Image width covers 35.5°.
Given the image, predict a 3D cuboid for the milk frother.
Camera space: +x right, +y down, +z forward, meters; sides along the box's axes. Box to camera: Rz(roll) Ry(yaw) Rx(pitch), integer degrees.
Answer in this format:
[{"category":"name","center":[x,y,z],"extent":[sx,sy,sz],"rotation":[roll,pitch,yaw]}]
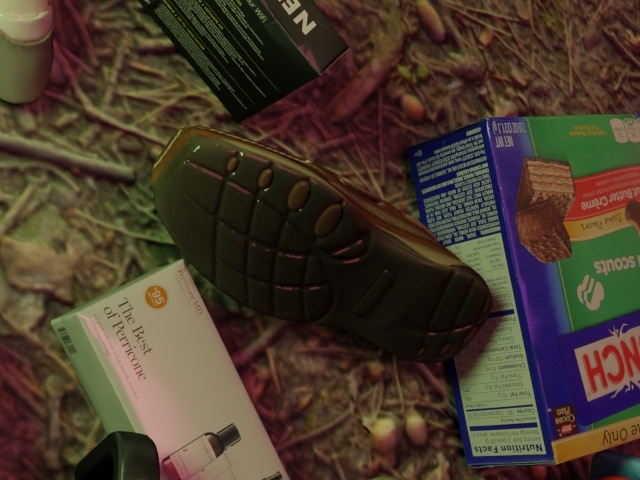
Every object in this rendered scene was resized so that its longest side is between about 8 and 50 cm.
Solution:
[{"category":"milk frother","center":[-0.171,0.197,0.645],"extent":[0.143,0.135,0.129],"rotation":[-5,68,-37]}]

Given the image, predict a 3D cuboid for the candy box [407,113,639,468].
[{"category":"candy box","center":[0.246,0.042,0.985],"extent":[0.268,0.122,0.317],"rotation":[-7,84,-36]}]

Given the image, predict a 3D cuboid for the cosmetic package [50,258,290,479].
[{"category":"cosmetic package","center":[-0.100,0.143,0.756],"extent":[0.099,0.060,0.239],"rotation":[-30,96,-37]}]

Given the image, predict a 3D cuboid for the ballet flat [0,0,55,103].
[{"category":"ballet flat","center":[-0.233,-0.211,0.744],"extent":[0.072,0.068,0.213],"rotation":[-2,80,-35]}]

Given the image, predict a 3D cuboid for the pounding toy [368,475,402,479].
[{"category":"pounding toy","center":[0.023,0.286,0.752],"extent":[0.110,0.237,0.182],"rotation":[-3,61,1]}]

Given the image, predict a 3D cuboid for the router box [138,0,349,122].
[{"category":"router box","center":[-0.078,-0.192,0.808],"extent":[0.179,0.133,0.046],"rotation":[51,57,-15]}]

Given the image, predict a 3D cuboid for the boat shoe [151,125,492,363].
[{"category":"boat shoe","center":[0.000,0.000,0.834],"extent":[0.324,0.122,0.120],"rotation":[30,19,-32]}]

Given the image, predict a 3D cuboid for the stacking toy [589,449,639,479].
[{"category":"stacking toy","center":[0.212,0.327,0.891],"extent":[0.302,0.166,0.175],"rotation":[-20,102,-25]}]
